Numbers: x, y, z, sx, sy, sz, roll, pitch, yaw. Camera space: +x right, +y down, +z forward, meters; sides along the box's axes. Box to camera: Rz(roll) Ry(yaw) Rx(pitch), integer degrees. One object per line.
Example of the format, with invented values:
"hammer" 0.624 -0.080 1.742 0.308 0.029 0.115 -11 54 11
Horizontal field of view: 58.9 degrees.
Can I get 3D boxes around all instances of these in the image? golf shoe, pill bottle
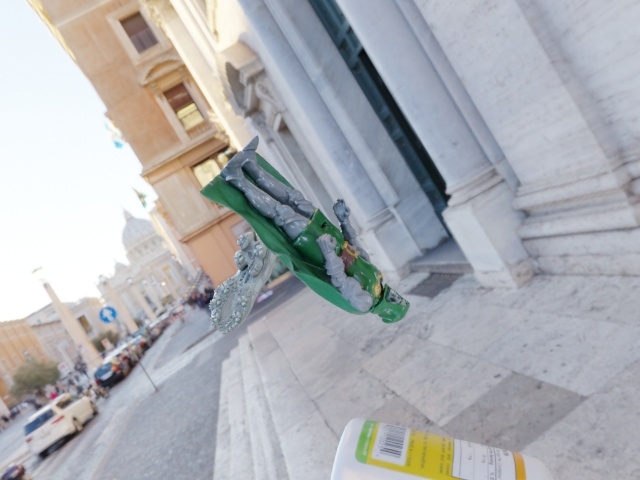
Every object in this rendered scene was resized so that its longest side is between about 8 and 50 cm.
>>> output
"golf shoe" -0.109 0.069 0.889 0.086 0.069 0.176 -4 -54 -62
"pill bottle" 0.133 0.255 0.516 0.246 0.136 0.136 9 13 13

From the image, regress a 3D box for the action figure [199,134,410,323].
"action figure" 0.000 0.000 0.556 0.063 0.232 0.137 -40 13 29
